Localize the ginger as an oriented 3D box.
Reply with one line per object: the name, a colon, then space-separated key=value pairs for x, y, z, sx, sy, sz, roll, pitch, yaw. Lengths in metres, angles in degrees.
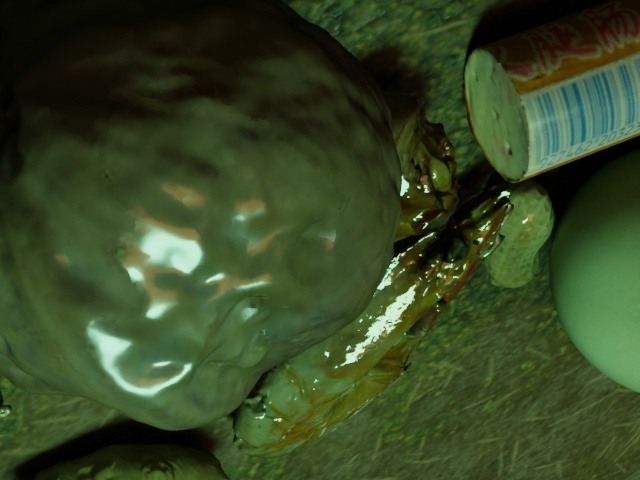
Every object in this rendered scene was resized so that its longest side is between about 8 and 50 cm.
ginger: x=-0.132 y=0.185 z=1.294 sx=0.190 sy=0.069 sz=0.095 roll=12 pitch=122 yaw=-46

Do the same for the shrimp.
shrimp: x=0.046 y=0.061 z=1.294 sx=0.294 sy=0.062 sz=0.154 roll=-45 pitch=155 yaw=29

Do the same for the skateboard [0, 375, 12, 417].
skateboard: x=-0.248 y=0.113 z=1.146 sx=0.083 sy=0.032 sz=0.064 roll=2 pitch=143 yaw=-45

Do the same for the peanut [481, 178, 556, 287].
peanut: x=0.142 y=-0.004 z=1.294 sx=0.054 sy=0.054 sz=0.113 roll=-19 pitch=147 yaw=-19

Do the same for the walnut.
walnut: x=-0.090 y=-0.023 z=0.920 sx=0.273 sy=0.227 sz=0.273 roll=-27 pitch=150 yaw=-17

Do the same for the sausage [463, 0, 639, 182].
sausage: x=0.248 y=-0.132 z=1.179 sx=0.312 sy=0.093 sz=0.093 roll=-21 pitch=145 yaw=-17

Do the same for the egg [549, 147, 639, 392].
egg: x=0.272 y=0.024 z=1.310 sx=0.188 sy=0.188 sz=0.253 roll=-44 pitch=153 yaw=17

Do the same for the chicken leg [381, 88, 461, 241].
chicken leg: x=0.000 y=-0.002 z=1.163 sx=0.107 sy=0.087 sz=0.251 roll=21 pitch=129 yaw=-26
